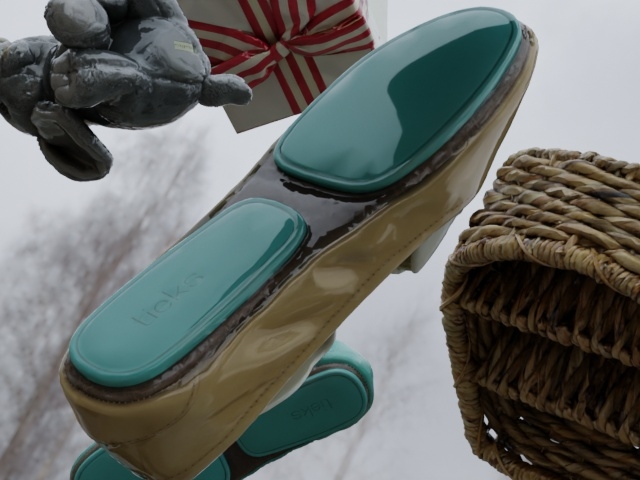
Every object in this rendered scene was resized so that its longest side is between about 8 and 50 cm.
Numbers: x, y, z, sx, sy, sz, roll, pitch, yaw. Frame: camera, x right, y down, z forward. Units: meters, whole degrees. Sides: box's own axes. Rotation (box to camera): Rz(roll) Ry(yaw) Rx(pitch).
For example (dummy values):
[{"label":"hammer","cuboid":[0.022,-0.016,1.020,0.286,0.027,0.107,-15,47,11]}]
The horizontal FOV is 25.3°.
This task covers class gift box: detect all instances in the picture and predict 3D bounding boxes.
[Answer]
[{"label":"gift box","cuboid":[-0.065,-0.318,1.857,0.255,0.258,0.276,-21,-53,18]}]

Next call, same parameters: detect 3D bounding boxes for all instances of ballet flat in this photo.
[{"label":"ballet flat","cuboid":[0.000,0.000,0.539,0.080,0.232,0.073,28,-29,42]},{"label":"ballet flat","cuboid":[-0.072,0.143,1.099,0.087,0.247,0.083,-87,153,-73]}]

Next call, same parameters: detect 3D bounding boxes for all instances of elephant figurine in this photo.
[{"label":"elephant figurine","cuboid":[-0.223,-0.142,1.277,0.239,0.169,0.186,-29,-93,45]}]

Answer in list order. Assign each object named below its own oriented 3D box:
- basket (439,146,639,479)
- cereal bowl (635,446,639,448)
[{"label":"basket","cuboid":[0.221,0.080,1.057,0.299,0.223,0.213,21,-15,47]},{"label":"cereal bowl","cuboid":[0.356,0.219,1.265,0.339,0.141,0.339,-11,-19,-4]}]
